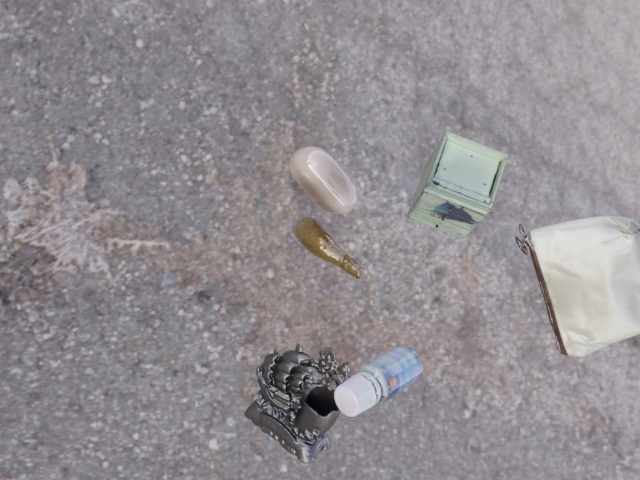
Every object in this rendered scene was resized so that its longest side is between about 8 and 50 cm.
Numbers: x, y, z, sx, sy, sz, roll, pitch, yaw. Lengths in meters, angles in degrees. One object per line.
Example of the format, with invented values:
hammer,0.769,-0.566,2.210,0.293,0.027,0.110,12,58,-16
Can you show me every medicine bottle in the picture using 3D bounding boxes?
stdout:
medicine bottle,0.117,0.282,1.468,0.203,0.083,0.084,-20,94,-40

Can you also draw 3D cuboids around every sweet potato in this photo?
sweet potato,-0.003,-0.002,1.937,0.108,0.346,0.079,34,93,-39

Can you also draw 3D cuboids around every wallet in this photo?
wallet,0.607,0.089,1.626,0.335,0.274,0.068,69,25,-9

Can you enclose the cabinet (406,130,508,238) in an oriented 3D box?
cabinet,0.298,-0.116,1.614,0.145,0.206,0.150,21,74,1

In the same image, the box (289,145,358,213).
box,0.009,-0.148,1.809,0.088,0.146,0.200,-50,115,-15

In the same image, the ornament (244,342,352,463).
ornament,-0.047,0.345,1.687,0.106,0.251,0.261,-17,128,-51
